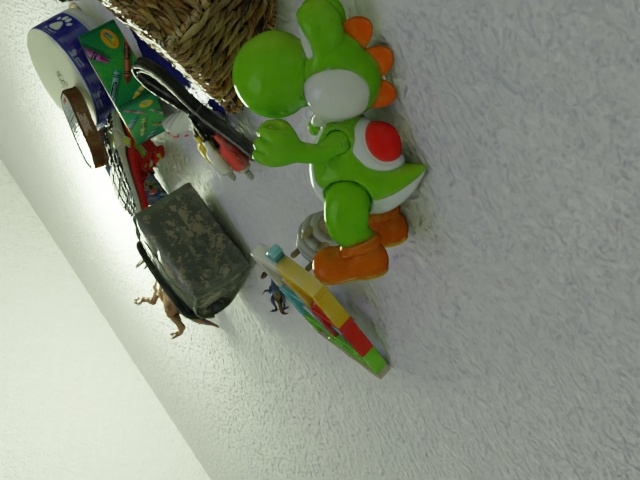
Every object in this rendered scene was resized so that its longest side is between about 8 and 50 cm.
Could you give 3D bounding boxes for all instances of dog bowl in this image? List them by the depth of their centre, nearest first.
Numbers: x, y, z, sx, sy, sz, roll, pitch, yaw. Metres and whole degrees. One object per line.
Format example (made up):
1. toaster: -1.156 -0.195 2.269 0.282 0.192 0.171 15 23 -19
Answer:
1. dog bowl: -0.554 -0.390 1.969 0.265 0.104 0.265 36 148 27

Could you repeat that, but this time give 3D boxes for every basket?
1. basket: -0.191 -0.373 1.245 0.299 0.213 0.223 41 -179 27

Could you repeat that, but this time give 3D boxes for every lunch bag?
1. lunch bag: -0.288 0.043 1.890 0.235 0.169 0.287 53 162 10

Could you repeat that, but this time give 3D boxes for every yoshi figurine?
1. yoshi figurine: -0.007 -0.132 1.119 0.203 0.203 0.362 32 140 59

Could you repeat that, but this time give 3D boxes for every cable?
1. cable: -0.208 -0.197 1.465 0.139 0.072 0.287 19 164 45

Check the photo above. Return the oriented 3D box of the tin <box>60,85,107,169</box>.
1. tin: -0.527 -0.249 1.901 0.106 0.040 0.190 -20 92 61

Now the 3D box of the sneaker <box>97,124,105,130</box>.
1. sneaker: -0.548 -0.283 2.187 0.134 0.051 0.070 53 156 26

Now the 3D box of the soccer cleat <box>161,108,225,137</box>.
1. soccer cleat: -0.242 -0.235 1.624 0.196 0.068 0.076 16 125 49

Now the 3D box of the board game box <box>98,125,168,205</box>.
1. board game box: -0.447 -0.175 2.006 0.194 0.060 0.194 56 -167 5

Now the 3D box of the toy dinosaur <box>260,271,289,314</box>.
1. toy dinosaur: -0.096 0.103 1.727 0.090 0.047 0.082 94 160 -67

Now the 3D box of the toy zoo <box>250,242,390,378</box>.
1. toy zoo: -0.010 0.106 1.441 0.192 0.030 0.293 31 163 48

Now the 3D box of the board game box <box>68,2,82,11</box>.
1. board game box: -0.578 -0.482 2.053 0.133 0.033 0.169 -2 114 63

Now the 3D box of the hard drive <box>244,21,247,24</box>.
1. hard drive: -0.090 -0.269 1.333 0.094 0.022 0.135 44 150 34

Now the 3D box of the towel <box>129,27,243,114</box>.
1. towel: -0.247 -0.354 1.502 0.308 0.076 0.228 31 149 48

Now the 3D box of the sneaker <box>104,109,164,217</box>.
1. sneaker: -0.397 -0.177 1.877 0.107 0.118 0.279 125 136 -53

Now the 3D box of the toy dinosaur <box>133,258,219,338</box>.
1. toy dinosaur: -0.389 0.125 2.235 0.295 0.127 0.200 42 143 26

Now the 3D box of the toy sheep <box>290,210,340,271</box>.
1. toy sheep: 0.000 0.000 1.364 0.091 0.091 0.132 56 147 12

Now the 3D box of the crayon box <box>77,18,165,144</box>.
1. crayon box: -0.390 -0.310 1.723 0.165 0.081 0.278 60 172 4

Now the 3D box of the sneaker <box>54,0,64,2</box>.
1. sneaker: -0.470 -0.554 1.694 0.292 0.110 0.118 -11 98 56
